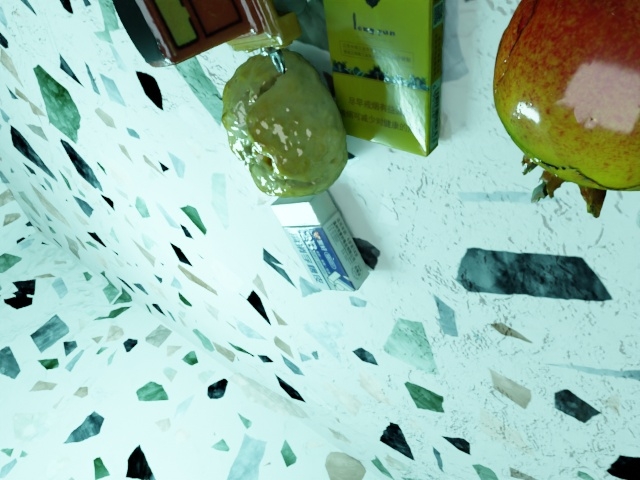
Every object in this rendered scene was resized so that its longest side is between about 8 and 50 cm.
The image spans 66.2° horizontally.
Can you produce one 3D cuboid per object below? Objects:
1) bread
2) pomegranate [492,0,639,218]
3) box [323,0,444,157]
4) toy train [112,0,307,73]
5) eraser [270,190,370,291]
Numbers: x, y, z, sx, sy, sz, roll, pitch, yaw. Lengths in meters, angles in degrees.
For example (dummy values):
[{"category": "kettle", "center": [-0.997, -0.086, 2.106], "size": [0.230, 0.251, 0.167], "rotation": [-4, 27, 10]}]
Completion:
[{"category": "bread", "center": [-0.067, -0.169, 0.764], "size": [0.244, 0.134, 0.245], "rotation": [43, 157, 23]}, {"category": "pomegranate", "center": [0.251, -0.135, 0.415], "size": [0.210, 0.210, 0.235], "rotation": [28, 137, 23]}, {"category": "box", "center": [0.079, -0.246, 0.625], "size": [0.153, 0.041, 0.279], "rotation": [24, 142, 31]}, {"category": "toy train", "center": [-0.144, -0.349, 0.551], "size": [0.163, 0.231, 0.369], "rotation": [24, 144, 54]}, {"category": "eraser", "center": [0.000, 0.000, 0.970], "size": [0.124, 0.068, 0.210], "rotation": [1, 128, 48]}]
